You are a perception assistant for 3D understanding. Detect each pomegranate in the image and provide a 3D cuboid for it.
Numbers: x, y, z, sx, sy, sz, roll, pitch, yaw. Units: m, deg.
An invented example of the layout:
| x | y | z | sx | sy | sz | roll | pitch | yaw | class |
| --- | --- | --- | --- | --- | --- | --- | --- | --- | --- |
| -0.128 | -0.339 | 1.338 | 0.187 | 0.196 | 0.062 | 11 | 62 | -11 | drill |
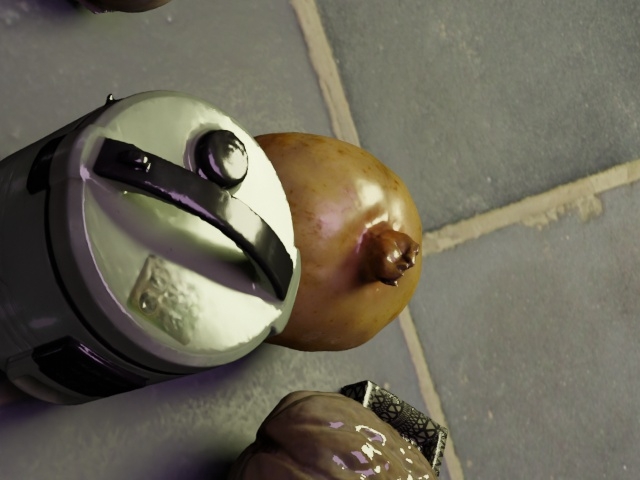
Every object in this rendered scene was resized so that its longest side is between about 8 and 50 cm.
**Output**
| x | y | z | sx | sy | sz | roll | pitch | yaw | class |
| --- | --- | --- | --- | --- | --- | --- | --- | --- | --- |
| -0.011 | -0.001 | 1.239 | 0.207 | 0.207 | 0.207 | 15 | 68 | -40 | pomegranate |

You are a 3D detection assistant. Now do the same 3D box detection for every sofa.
| x | y | z | sx | sy | sz | roll | pitch | yaw | class |
| --- | --- | --- | --- | --- | --- | --- | --- | --- | --- |
| 0.068 | 0.187 | 1.361 | 0.118 | 0.039 | 0.060 | 35 | 57 | -31 | sofa |

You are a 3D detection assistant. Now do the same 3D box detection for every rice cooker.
| x | y | z | sx | sy | sz | roll | pitch | yaw | class |
| --- | --- | --- | --- | --- | --- | --- | --- | --- | --- |
| -0.144 | 0.010 | 1.074 | 0.226 | 0.244 | 0.226 | 19 | 61 | -40 | rice cooker |

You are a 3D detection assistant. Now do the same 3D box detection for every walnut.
| x | y | z | sx | sy | sz | roll | pitch | yaw | class |
| --- | --- | --- | --- | --- | --- | --- | --- | --- | --- |
| 0.019 | 0.235 | 1.218 | 0.230 | 0.178 | 0.178 | 40 | 53 | -33 | walnut |

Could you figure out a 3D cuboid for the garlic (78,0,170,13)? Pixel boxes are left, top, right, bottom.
| x | y | z | sx | sy | sz | roll | pitch | yaw | class |
| --- | --- | --- | --- | --- | --- | --- | --- | --- | --- |
| -0.195 | -0.311 | 1.159 | 0.207 | 0.256 | 0.207 | 0 | 65 | 1 | garlic |
